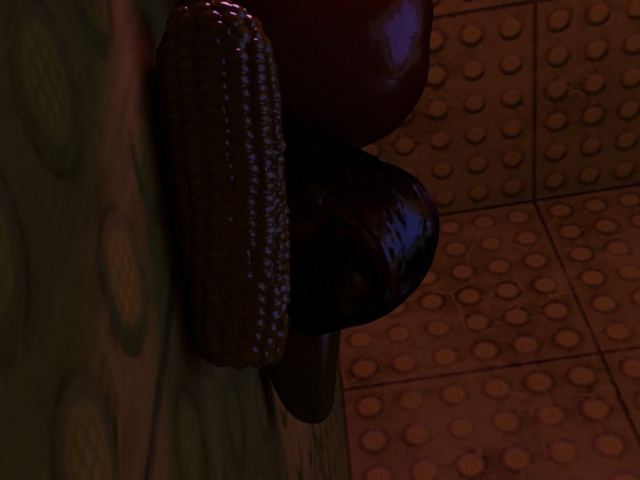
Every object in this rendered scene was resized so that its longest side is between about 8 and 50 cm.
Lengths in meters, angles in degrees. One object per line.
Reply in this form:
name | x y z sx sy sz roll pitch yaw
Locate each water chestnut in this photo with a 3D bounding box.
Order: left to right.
water chestnut | 0.000 0.000 1.034 0.289 0.289 0.244 7 104 -87

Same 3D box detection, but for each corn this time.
corn | -0.086 -0.057 0.796 0.120 0.120 0.363 18 65 -87

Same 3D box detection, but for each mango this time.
mango | -0.028 0.125 1.249 0.146 0.129 0.289 113 -27 -77

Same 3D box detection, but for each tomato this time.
tomato | -0.028 -0.272 1.097 0.341 0.273 0.341 21 -60 42
